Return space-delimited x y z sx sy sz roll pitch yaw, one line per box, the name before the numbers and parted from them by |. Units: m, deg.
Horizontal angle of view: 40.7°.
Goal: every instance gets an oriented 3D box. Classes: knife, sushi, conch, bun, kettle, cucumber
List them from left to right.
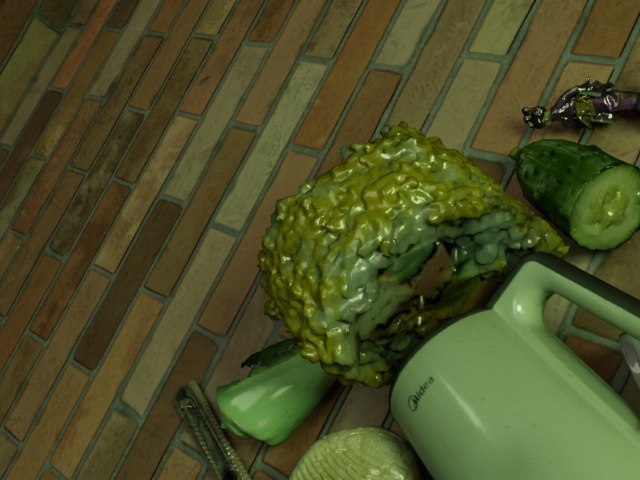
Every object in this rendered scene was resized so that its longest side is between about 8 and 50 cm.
knife | -0.180 0.371 1.461 0.089 0.043 0.365 -45 46 7
conch | -0.060 0.223 1.402 0.137 0.143 0.250 42 79 3
bun | 0.054 0.369 1.216 0.220 0.134 0.220 -21 47 25
sushi | 0.112 0.043 1.183 0.351 0.396 0.240 -52 50 12
cucumber | 0.350 -0.087 1.248 0.134 0.134 0.244 -48 34 5
kettle | 0.287 0.227 1.004 0.377 0.250 0.361 51 122 44

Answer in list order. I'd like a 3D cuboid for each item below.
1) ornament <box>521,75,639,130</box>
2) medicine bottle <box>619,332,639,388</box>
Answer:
ornament | 0.409 -0.196 1.301 0.203 0.081 0.088 -6 61 38
medicine bottle | 0.573 0.077 1.002 0.426 0.108 0.108 -27 51 21
